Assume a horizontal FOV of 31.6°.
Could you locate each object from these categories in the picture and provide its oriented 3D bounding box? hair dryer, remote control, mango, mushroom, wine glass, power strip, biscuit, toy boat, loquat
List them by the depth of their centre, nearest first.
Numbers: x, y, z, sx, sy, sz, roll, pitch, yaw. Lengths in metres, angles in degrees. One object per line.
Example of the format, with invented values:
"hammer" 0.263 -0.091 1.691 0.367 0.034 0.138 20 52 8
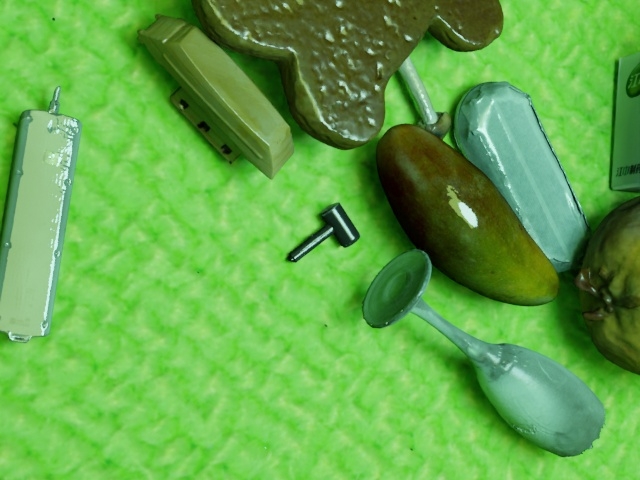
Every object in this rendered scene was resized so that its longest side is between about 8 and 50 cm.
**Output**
"power strip" -0.275 -0.027 1.098 0.060 0.027 0.252 10 82 -23
"toy boat" -0.108 -0.147 1.156 0.200 0.077 0.057 48 57 -12
"biscuit" 0.072 -0.297 1.223 0.283 0.064 0.432 45 66 -13
"hair dryer" 0.000 0.000 1.226 0.083 0.026 0.047 -37 101 -18
"mango" 0.157 -0.016 1.239 0.267 0.133 0.111 44 84 -15
"wine glass" 0.131 0.192 1.270 0.309 0.096 0.264 38 104 -26
"mushroom" 0.100 -0.260 1.282 0.068 0.043 0.306 -8 89 -44
"loquat" 0.406 0.052 1.310 0.238 0.193 0.238 -10 106 -39
"remote control" 0.239 -0.072 1.326 0.104 0.052 0.247 -35 104 -22

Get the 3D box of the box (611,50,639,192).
"box" 0.477 -0.144 1.288 0.145 0.333 0.173 6 87 -17
